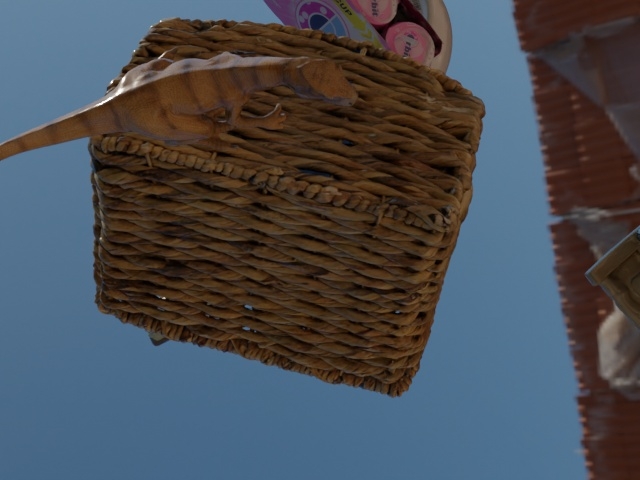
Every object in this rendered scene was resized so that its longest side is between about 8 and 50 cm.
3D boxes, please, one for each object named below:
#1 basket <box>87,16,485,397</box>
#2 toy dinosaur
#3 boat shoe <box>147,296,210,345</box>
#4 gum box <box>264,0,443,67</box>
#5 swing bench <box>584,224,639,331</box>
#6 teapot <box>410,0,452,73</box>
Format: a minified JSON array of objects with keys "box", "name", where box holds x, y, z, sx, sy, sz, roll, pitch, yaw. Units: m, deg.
[{"box":[-0.029,-0.039,0.880,0.223,0.299,0.213,99,-173,-45],"name":"basket"},{"box":[-0.089,-0.070,0.522,0.112,0.211,0.064,-42,-64,-83],"name":"toy dinosaur"},{"box":[-0.149,0.060,1.297,0.072,0.190,0.068,60,-174,3],"name":"boat shoe"},{"box":[0.028,-0.229,1.048,0.188,0.107,0.062,48,-120,-9],"name":"gum box"},{"box":[0.449,0.069,1.057,0.165,0.255,0.253,-40,-92,-9],"name":"swing bench"},{"box":[0.082,-0.267,1.490,0.256,0.252,0.187,-58,-28,-9],"name":"teapot"}]
